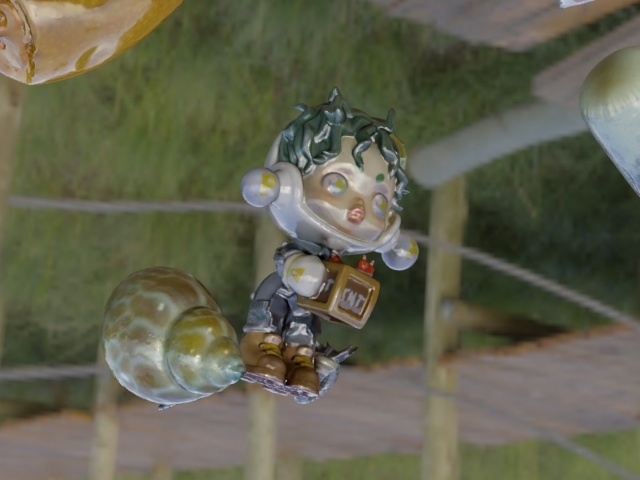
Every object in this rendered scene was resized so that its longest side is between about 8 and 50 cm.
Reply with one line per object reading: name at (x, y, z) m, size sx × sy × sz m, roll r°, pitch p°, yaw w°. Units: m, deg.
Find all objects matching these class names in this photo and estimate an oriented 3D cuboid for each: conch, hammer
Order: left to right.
conch at (-0.122, 0.076, 1.267) m, size 0.106 × 0.116 × 0.173 m, roll -18°, pitch 174°, yaw -2°
hammer at (0.392, -0.181, 1.695) m, size 0.113 × 0.305 × 0.202 m, roll -11°, pitch 129°, yaw 42°

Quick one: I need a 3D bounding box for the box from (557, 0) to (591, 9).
box at (0.216, -0.277, 1.285) m, size 0.133 × 0.099 × 0.182 m, roll -26°, pitch 158°, yaw 17°

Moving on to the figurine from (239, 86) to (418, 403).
figurine at (-0.001, -0.001, 1.947) m, size 0.186 × 0.381 × 0.261 m, roll 3°, pitch 161°, yaw 42°

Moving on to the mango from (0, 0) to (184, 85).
mango at (-0.133, -0.236, 0.946) m, size 0.187 × 0.359 × 0.144 m, roll 7°, pitch 144°, yaw -9°
